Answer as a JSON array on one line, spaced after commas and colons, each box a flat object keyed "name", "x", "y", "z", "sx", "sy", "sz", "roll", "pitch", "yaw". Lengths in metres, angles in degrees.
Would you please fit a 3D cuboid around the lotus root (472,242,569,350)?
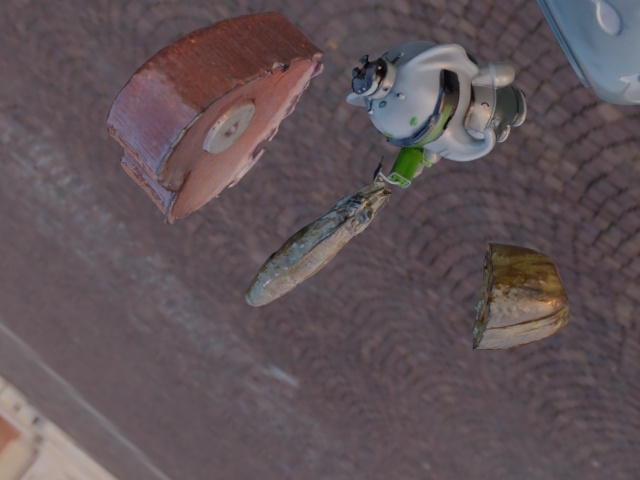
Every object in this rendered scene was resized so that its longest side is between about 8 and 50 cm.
[{"name": "lotus root", "x": 0.269, "y": 0.081, "z": 1.725, "sx": 0.095, "sy": 0.135, "sz": 0.159, "roll": -93, "pitch": -4, "yaw": -71}]

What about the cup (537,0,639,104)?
[{"name": "cup", "x": 0.316, "y": -0.233, "z": 1.032, "sx": 0.357, "sy": 0.274, "sz": 0.259, "roll": 48, "pitch": -157, "yaw": -46}]

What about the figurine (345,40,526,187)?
[{"name": "figurine", "x": 0.108, "y": -0.132, "z": 1.211, "sx": 0.192, "sy": 0.126, "sz": 0.147, "roll": 11, "pitch": 149, "yaw": -34}]

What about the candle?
[{"name": "candle", "x": -0.131, "y": -0.175, "z": 1.572, "sx": 0.131, "sy": 0.287, "sz": 0.317, "roll": 48, "pitch": 172, "yaw": 9}]

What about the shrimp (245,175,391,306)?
[{"name": "shrimp", "x": 0.000, "y": 0.000, "z": 1.406, "sx": 0.223, "sy": 0.126, "sz": 0.047, "roll": -39, "pitch": 91, "yaw": 28}]
